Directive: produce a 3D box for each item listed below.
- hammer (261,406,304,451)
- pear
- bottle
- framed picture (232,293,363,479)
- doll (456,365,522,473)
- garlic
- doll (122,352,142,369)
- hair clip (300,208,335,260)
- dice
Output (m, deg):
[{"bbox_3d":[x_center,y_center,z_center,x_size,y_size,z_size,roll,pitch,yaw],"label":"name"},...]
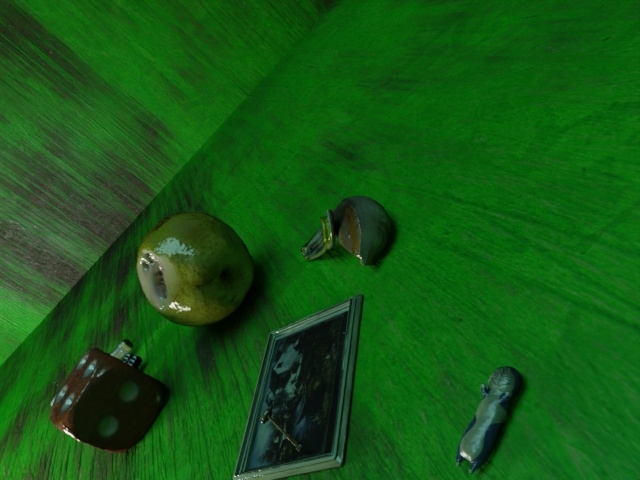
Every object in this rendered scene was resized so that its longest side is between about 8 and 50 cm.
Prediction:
[{"bbox_3d":[-0.058,0.283,0.760,0.123,0.014,0.029,13,73,59],"label":"hammer"},{"bbox_3d":[-0.278,0.065,1.147,0.271,0.271,0.271,-35,30,24],"label":"pear"},{"bbox_3d":[-0.629,0.381,1.423,0.270,0.083,0.083,-44,27,0],"label":"bottle"},{"bbox_3d":[-0.037,0.234,0.831,0.232,0.019,0.296,-29,33,33],"label":"framed picture"},{"bbox_3d":[0.184,0.193,0.558,0.037,0.027,0.125,11,62,50],"label":"doll"},{"bbox_3d":[0.073,-0.034,0.955,0.101,0.087,0.195,-59,27,11],"label":"garlic"},{"bbox_3d":[-0.529,0.388,1.286,0.091,0.067,0.219,7,59,35],"label":"doll"},{"bbox_3d":[0.000,0.000,1.011,0.188,0.033,0.060,130,134,-64],"label":"hair clip"},{"bbox_3d":[-0.470,0.353,1.127,0.174,0.175,0.179,-3,51,53],"label":"dice"}]
